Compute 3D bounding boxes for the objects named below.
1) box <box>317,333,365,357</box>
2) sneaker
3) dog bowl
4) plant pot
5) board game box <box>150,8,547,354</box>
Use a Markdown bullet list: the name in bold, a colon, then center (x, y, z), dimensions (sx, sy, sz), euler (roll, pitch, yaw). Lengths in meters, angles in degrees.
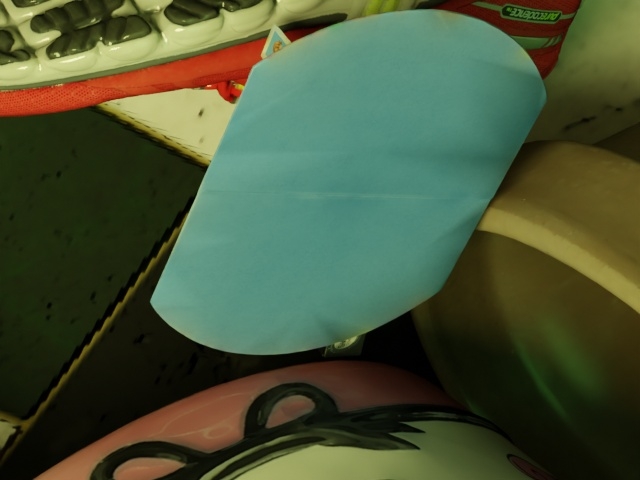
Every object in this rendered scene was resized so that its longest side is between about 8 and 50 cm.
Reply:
- **box**: center (0.000, 0.000, 0.819), dimensions (0.018, 0.083, 0.067), euler (-3, 123, -25)
- **sneaker**: center (-0.015, -0.076, 0.753), dimensions (0.279, 0.107, 0.118), euler (-12, 131, -17)
- **dog bowl**: center (-0.042, 0.219, 0.835), dimensions (0.408, 0.150, 0.408), euler (-28, 149, -18)
- **plant pot**: center (0.205, 0.025, 0.855), dimensions (0.229, 0.263, 0.263), euler (-40, 132, -21)
- **board game box**: center (0.006, -0.028, 0.727), dimensions (0.133, 0.033, 0.169), euler (0, 132, -33)
